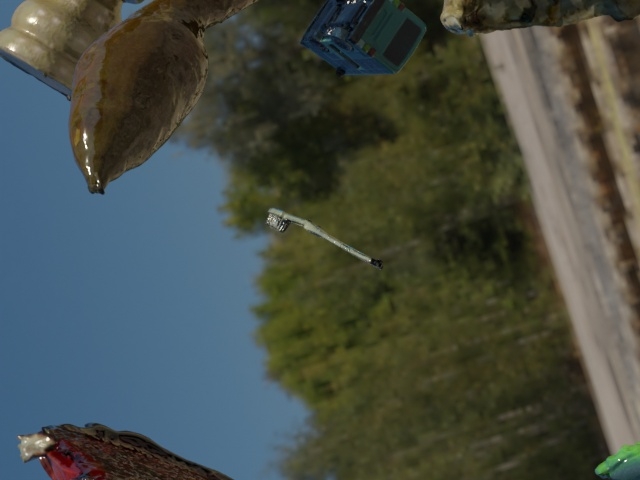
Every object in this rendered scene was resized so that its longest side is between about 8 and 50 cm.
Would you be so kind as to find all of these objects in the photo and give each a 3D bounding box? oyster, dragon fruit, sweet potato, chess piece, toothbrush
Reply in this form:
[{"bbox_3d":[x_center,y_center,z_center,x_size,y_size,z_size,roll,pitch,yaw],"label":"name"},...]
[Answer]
[{"bbox_3d":[0.300,-0.316,1.849,0.094,0.294,0.166,-91,7,-45],"label":"oyster"},{"bbox_3d":[-0.118,0.255,1.377,0.343,0.100,0.282,24,-178,-29],"label":"dragon fruit"},{"bbox_3d":[-0.102,-0.114,0.947,0.269,0.074,0.075,-60,-42,-45],"label":"sweet potato"},{"bbox_3d":[-0.252,-0.292,1.726,0.142,0.261,0.143,29,175,3],"label":"chess piece"},{"bbox_3d":[0.003,-0.005,1.917,0.026,0.028,0.294,31,174,-31],"label":"toothbrush"}]

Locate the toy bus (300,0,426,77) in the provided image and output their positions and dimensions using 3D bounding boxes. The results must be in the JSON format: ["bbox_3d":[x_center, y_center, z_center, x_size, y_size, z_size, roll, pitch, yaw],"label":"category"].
[{"bbox_3d":[0.048,-0.238,1.754,0.091,0.079,0.160,36,171,-21],"label":"toy bus"}]

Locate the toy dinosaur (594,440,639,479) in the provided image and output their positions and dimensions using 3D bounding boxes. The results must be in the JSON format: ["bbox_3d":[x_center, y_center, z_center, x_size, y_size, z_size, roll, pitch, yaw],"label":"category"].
[{"bbox_3d":[0.422,0.286,1.809,0.500,0.374,0.144,-27,-92,-54],"label":"toy dinosaur"}]
